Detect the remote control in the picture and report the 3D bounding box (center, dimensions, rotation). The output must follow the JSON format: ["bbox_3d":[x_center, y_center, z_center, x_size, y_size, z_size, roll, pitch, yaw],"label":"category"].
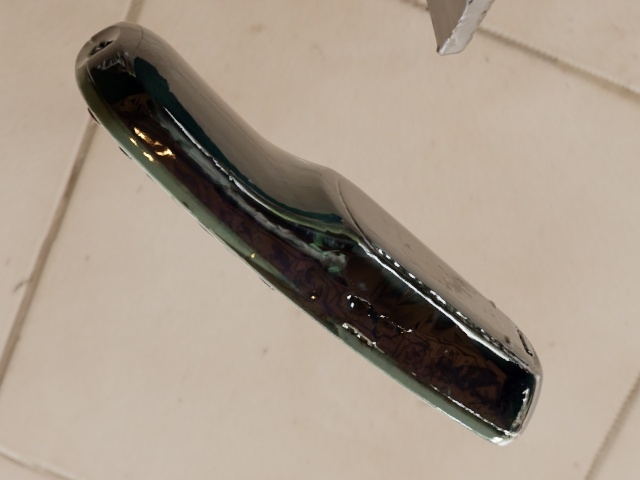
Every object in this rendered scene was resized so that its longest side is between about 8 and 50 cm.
[{"bbox_3d":[0.000,0.000,0.552,0.222,0.072,0.042,39,105,-20],"label":"remote control"}]

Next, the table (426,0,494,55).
[{"bbox_3d":[-0.070,-0.161,0.405,0.251,0.282,0.196,-14,78,-9],"label":"table"}]
